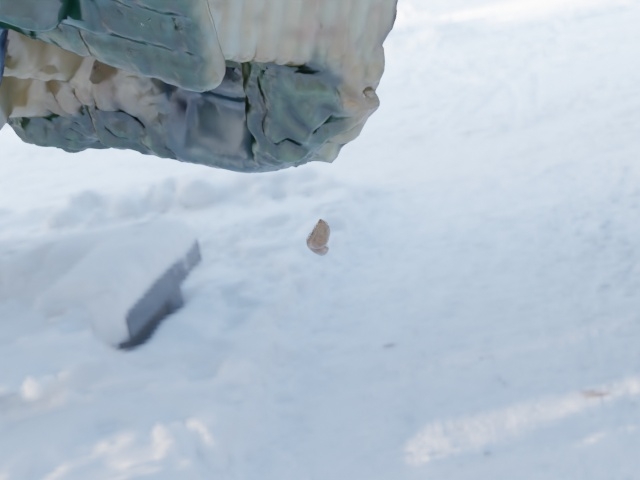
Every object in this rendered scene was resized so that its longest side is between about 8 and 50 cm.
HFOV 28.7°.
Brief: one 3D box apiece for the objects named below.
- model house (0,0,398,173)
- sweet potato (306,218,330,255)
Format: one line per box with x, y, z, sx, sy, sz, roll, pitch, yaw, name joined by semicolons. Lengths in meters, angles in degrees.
-0.212;-0.239;0.939;0.446;0.394;0.400;19;13;27;model house
-0.004;-0.001;2.135;0.044;0.044;0.179;-11;-16;-5;sweet potato
